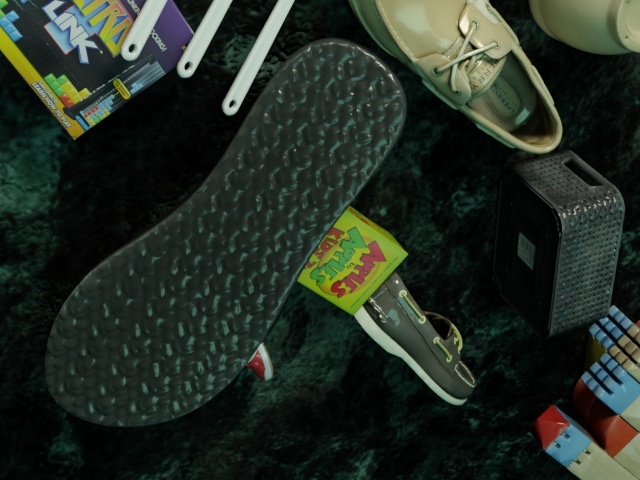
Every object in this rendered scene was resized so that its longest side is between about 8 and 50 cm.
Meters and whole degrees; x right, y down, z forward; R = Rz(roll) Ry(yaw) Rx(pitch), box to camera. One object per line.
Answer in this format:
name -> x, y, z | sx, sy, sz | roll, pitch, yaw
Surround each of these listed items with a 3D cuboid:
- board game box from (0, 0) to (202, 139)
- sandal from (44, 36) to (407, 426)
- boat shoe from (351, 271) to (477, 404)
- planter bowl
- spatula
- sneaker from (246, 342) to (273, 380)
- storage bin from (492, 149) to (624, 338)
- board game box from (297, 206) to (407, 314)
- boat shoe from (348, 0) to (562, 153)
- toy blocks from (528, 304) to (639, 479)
board game box -> -0.200, -0.189, 0.994 | 0.141, 0.048, 0.170 | -36, 132, -1
sandal -> -0.082, 0.005, 1.137 | 0.167, 0.107, 0.446 | 43, 98, -3
boat shoe -> 0.123, 0.115, 1.373 | 0.068, 0.081, 0.228 | -42, 130, 9
planter bowl -> 0.304, -0.252, 1.195 | 0.162, 0.109, 0.162 | -15, 128, -19
spatula -> -0.062, -0.235, 1.024 | 0.168, 0.019, 0.242 | 27, 90, -45
sneaker -> -0.096, 0.115, 1.275 | 0.067, 0.042, 0.118 | -30, 124, -13
storage bin -> 0.264, 0.004, 1.346 | 0.084, 0.122, 0.180 | -17, 129, -19
board game box -> 0.000, 0.000, 1.247 | 0.092, 0.043, 0.181 | -49, 132, 9
boat shoe -> 0.141, -0.183, 1.158 | 0.109, 0.098, 0.302 | -45, 132, 6
toy blocks -> 0.437, 0.198, 1.570 | 0.381, 0.191, 0.261 | -47, 121, 8
